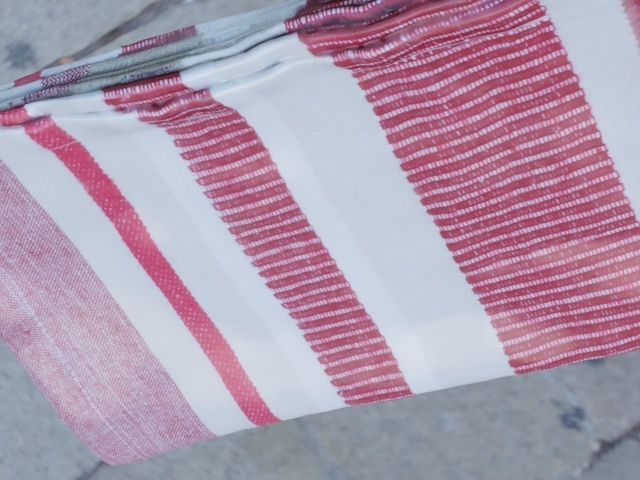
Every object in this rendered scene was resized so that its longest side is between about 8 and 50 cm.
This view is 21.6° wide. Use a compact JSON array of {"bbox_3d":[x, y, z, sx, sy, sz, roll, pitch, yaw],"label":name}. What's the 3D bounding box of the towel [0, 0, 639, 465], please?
[{"bbox_3d":[0.000,0.000,0.703,0.329,0.037,0.237,-14,137,19],"label":"towel"}]
